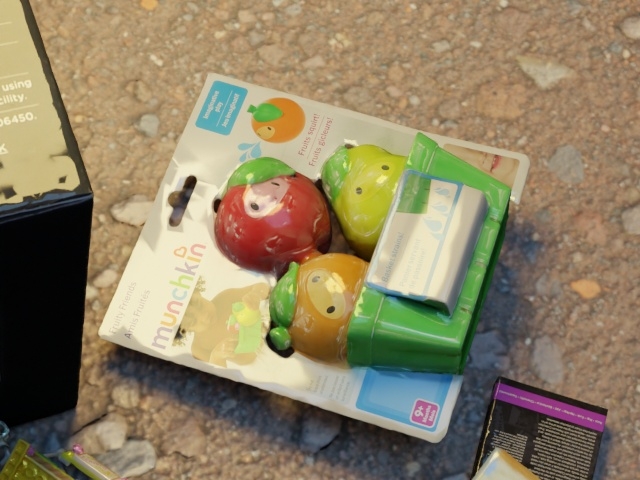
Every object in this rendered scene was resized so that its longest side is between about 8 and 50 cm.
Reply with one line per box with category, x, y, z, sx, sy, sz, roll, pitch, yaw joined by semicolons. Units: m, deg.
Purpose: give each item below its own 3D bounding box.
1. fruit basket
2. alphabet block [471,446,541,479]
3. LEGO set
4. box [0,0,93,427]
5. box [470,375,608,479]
fruit basket;0.000;0.000;1.628;0.353;0.165;0.327;19;64;4
alphabet block;0.171;0.326;1.468;0.197;0.193;0.192;37;80;9
LEGO set;-0.217;0.283;1.521;0.132;0.107;0.287;-38;78;14
box;-0.405;-0.100;1.439;0.297;0.480;0.472;-16;69;-17
box;0.210;0.225;1.627;0.116;0.029;0.162;18;63;1
